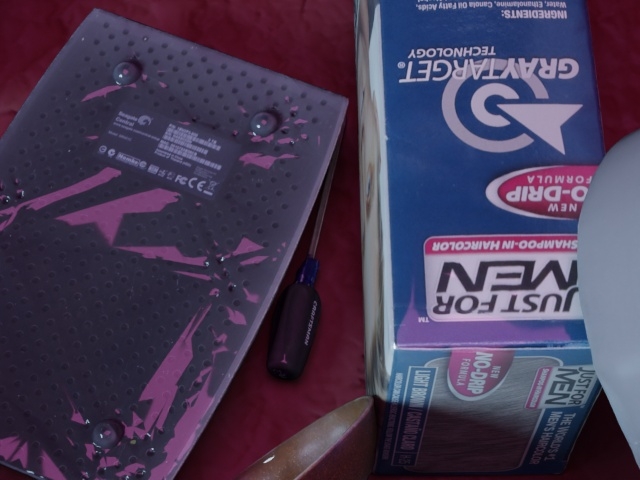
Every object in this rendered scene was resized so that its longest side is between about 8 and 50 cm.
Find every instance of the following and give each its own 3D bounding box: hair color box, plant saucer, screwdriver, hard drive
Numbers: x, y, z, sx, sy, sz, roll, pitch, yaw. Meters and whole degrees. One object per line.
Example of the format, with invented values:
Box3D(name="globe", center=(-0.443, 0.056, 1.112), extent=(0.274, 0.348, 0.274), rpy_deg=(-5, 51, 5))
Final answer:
Box3D(name="hair color box", center=(0.072, -0.072, 0.823), extent=(0.105, 0.174, 0.347), rpy_deg=(-1, 63, -2))
Box3D(name="plant saucer", center=(-0.036, 0.131, 0.737), extent=(0.168, 0.168, 0.029), rpy_deg=(-38, 90, -17))
Box3D(name="screwdriver", center=(0.000, 0.000, 0.878), extent=(0.025, 0.024, 0.170), rpy_deg=(30, 56, -18))
Box3D(name="hard drive", center=(-0.104, 0.011, 0.850), extent=(0.172, 0.054, 0.254), rpy_deg=(20, 66, 11))

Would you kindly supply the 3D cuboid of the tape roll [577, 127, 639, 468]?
Box3D(name="tape roll", center=(0.208, 0.038, 0.701), extent=(0.219, 0.072, 0.219), rpy_deg=(21, 56, -36))
